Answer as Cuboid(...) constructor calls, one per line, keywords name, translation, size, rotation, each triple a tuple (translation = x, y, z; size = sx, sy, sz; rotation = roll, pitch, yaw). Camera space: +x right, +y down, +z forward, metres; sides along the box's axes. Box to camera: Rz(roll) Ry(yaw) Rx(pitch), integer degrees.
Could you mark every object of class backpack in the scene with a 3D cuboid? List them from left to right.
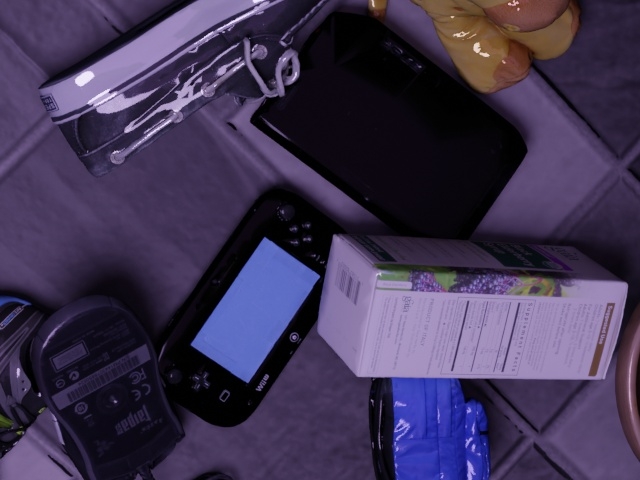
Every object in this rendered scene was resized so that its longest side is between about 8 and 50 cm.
Cuboid(name="backpack", translation=(0.090, 0.158, 1.305), size=(0.101, 0.098, 0.120), rotation=(-6, 85, -11))

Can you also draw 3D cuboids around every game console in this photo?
Cuboid(name="game console", translation=(0.000, 0.000, 1.300), size=(0.213, 0.044, 0.361), rotation=(36, 85, -13))

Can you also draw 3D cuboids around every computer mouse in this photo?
Cuboid(name="computer mouse", translation=(-0.195, 0.165, 1.233), size=(0.184, 0.060, 0.262), rotation=(-33, 125, -12))

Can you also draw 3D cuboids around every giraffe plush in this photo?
Cuboid(name="giraffe plush", translation=(0.146, -0.226, 1.256), size=(0.210, 0.170, 0.181), rotation=(23, 88, -14))

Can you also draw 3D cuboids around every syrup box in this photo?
Cuboid(name="syrup box", translation=(0.127, 0.056, 1.277), size=(0.237, 0.093, 0.096), rotation=(2, 110, -23))

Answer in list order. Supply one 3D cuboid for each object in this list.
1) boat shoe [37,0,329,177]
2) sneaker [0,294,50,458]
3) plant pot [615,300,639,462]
Cuboid(name="boat shoe", translation=(-0.071, -0.154, 1.240), size=(0.306, 0.113, 0.105), rotation=(-32, 106, -7))
Cuboid(name="sneaker", translation=(-0.255, 0.139, 1.235), size=(0.078, 0.067, 0.188), rotation=(10, 89, -10))
Cuboid(name="plant pot", translation=(0.359, 0.117, 1.358), size=(0.237, 0.110, 0.237), rotation=(-1, 94, -13))
